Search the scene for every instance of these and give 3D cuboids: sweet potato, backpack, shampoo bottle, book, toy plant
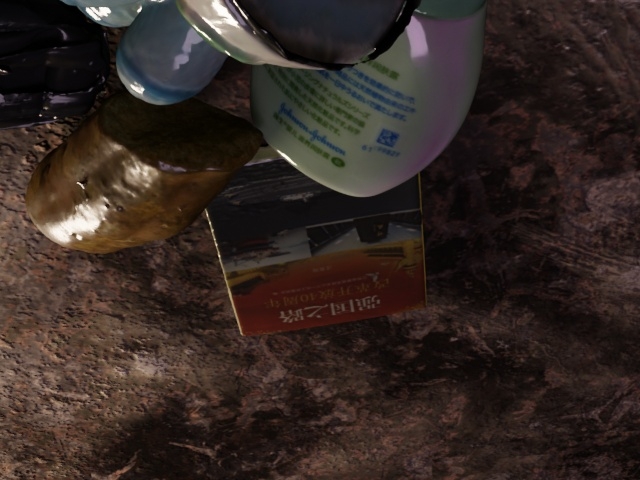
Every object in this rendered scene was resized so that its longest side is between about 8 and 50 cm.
[{"bbox_3d":[-0.211,-0.061,1.286,0.157,0.158,0.369,18,153,-31],"label":"sweet potato"},{"bbox_3d":[-0.332,-0.177,1.167,0.258,0.133,0.206,-3,147,-18],"label":"backpack"},{"bbox_3d":[0.067,-0.214,1.137,0.222,0.151,0.350,38,135,11],"label":"shampoo bottle"},{"bbox_3d":[0.000,0.000,1.544,0.262,0.028,0.374,-10,144,0],"label":"book"},{"bbox_3d":[-0.103,-0.240,1.011,0.332,0.247,0.247,2,158,45],"label":"toy plant"}]
